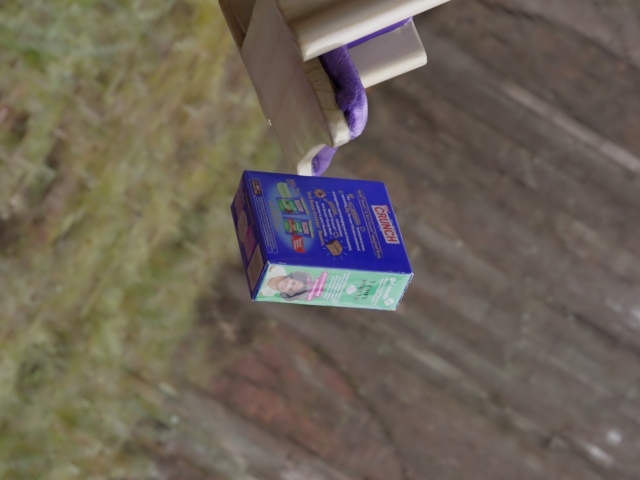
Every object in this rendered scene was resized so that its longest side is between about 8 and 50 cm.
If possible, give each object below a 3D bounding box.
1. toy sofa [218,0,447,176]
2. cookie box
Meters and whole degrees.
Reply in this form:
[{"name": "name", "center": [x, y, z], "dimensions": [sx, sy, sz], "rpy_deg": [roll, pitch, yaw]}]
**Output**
[{"name": "toy sofa", "center": [0.028, -0.161, 1.353], "dimensions": [0.150, 0.177, 0.362], "rpy_deg": [-24, 178, -6]}, {"name": "cookie box", "center": [0.000, 0.000, 1.237], "dimensions": [0.092, 0.107, 0.040], "rpy_deg": [-105, -152, -42]}]
